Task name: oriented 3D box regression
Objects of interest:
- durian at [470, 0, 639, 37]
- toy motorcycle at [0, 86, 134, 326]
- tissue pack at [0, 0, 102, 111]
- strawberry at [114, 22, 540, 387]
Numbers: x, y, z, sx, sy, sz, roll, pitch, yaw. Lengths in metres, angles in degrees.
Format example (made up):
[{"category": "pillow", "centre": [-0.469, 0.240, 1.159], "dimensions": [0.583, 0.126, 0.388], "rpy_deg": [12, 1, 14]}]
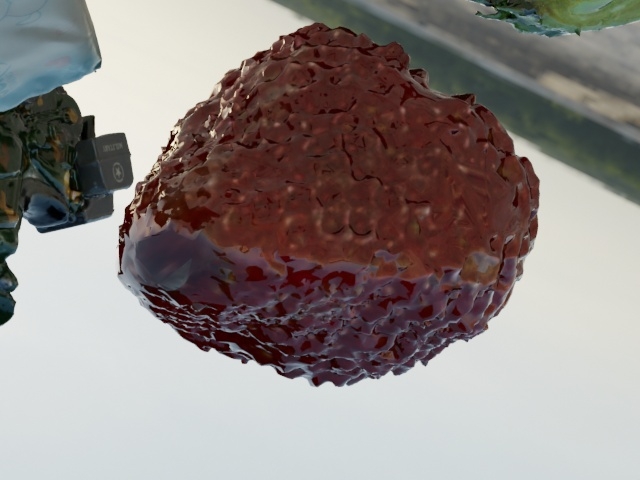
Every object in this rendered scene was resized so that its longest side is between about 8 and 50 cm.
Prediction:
[{"category": "durian", "centre": [0.210, -0.212, 1.043], "dimensions": [0.375, 0.132, 0.106], "rpy_deg": [-25, -139, -24]}, {"category": "toy motorcycle", "centre": [-0.239, -0.034, 1.160], "dimensions": [0.125, 0.187, 0.274], "rpy_deg": [-10, -175, 26]}, {"category": "tissue pack", "centre": [-0.215, -0.193, 0.838], "dimensions": [0.201, 0.124, 0.271], "rpy_deg": [59, 171, 12]}, {"category": "strawberry", "centre": [-0.004, -0.003, 0.997], "dimensions": [0.261, 0.257, 0.261], "rpy_deg": [18, 143, 14]}]
